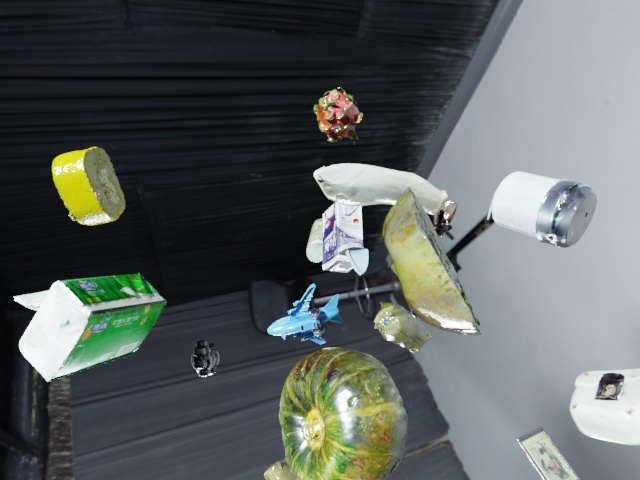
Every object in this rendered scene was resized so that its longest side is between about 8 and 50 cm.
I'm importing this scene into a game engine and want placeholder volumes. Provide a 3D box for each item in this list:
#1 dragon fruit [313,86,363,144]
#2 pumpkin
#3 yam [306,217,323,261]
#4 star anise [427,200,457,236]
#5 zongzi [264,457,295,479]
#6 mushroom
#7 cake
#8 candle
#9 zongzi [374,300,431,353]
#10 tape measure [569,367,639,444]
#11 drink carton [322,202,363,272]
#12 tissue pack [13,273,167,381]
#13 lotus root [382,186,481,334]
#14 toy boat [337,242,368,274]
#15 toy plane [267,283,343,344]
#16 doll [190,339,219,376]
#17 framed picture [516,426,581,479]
[{"bbox_3d":[0.058,-0.372,1.271,0.236,0.135,0.137,76,175,-66],"label":"dragon fruit"},{"bbox_3d":[0.048,0.324,0.731,0.260,0.189,0.260,-15,71,49],"label":"pumpkin"},{"bbox_3d":[0.000,0.000,1.734,0.194,0.107,0.107,-75,-6,-52],"label":"yam"},{"bbox_3d":[0.367,-0.037,1.407,0.283,0.212,0.129,84,169,-53],"label":"star anise"},{"bbox_3d":[-0.089,0.847,1.393,0.189,0.081,0.178,45,-176,26],"label":"zongzi"},{"bbox_3d":[0.155,-0.132,1.036,0.097,0.351,0.109,-85,2,-65],"label":"mushroom"},{"bbox_3d":[-0.794,-0.179,1.388,0.179,0.156,0.261,-78,-25,-70],"label":"cake"},{"bbox_3d":[0.738,-0.122,1.401,0.342,0.221,0.221,33,129,50],"label":"candle"},{"bbox_3d":[0.249,0.273,1.494,0.125,0.250,0.274,-48,43,6],"label":"zongzi"},{"bbox_3d":[0.902,0.478,1.199,0.258,0.265,0.130,-22,94,46],"label":"tape measure"},{"bbox_3d":[0.076,-0.014,1.409,0.134,0.101,0.222,137,138,-61],"label":"drink carton"},{"bbox_3d":[-0.439,0.138,0.772,0.156,0.148,0.209,38,-173,13],"label":"tissue pack"},{"bbox_3d":[0.131,0.037,0.524,0.204,0.078,0.183,64,-162,6],"label":"lotus root"},{"bbox_3d":[0.110,0.060,1.167,0.034,0.096,0.122,103,151,-41],"label":"toy boat"},{"bbox_3d":[-0.051,0.283,1.420,0.105,0.271,0.254,41,146,57],"label":"toy plane"},{"bbox_3d":[-0.307,0.316,1.074,0.219,0.067,0.091,104,155,-72],"label":"doll"},{"bbox_3d":[0.777,0.749,1.373,0.010,0.195,0.199,-55,47,31],"label":"framed picture"}]
